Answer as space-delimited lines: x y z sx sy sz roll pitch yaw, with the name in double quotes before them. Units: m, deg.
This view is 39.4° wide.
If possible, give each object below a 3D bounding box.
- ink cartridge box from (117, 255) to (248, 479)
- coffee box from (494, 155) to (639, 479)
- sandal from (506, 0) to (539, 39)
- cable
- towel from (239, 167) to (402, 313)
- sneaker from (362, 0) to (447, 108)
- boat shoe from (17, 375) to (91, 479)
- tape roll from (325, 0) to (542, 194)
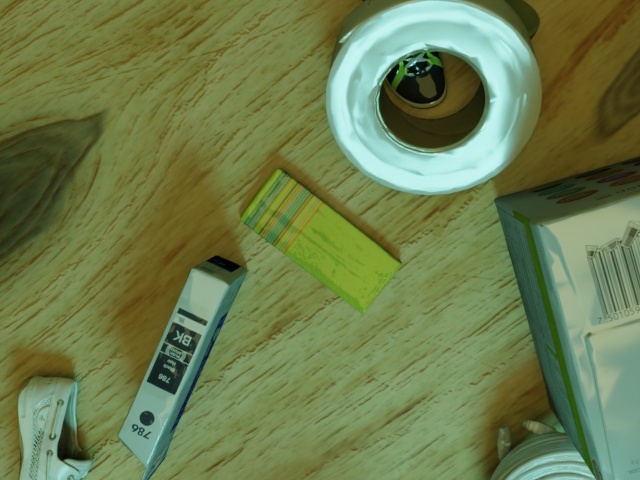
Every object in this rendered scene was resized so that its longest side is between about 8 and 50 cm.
"ink cartridge box" -0.208 0.188 1.297 0.065 0.165 0.332 24 96 2
"coffee box" 0.448 0.070 1.150 0.338 0.334 0.338 -16 96 5
"sandal" 0.181 -0.371 1.211 0.303 0.086 0.120 38 58 -13
"cable" 0.354 0.397 1.245 0.257 0.089 0.256 11 97 13
"towel" 0.000 0.000 1.337 0.237 0.021 0.102 38 103 -1
"sneaker" 0.108 -0.293 1.257 0.084 0.097 0.234 -25 93 6
"boat shoe" -0.398 0.344 1.360 0.096 0.098 0.276 -3 94 5
"tape roll" 0.149 -0.207 1.205 0.286 0.100 0.286 3 124 5
